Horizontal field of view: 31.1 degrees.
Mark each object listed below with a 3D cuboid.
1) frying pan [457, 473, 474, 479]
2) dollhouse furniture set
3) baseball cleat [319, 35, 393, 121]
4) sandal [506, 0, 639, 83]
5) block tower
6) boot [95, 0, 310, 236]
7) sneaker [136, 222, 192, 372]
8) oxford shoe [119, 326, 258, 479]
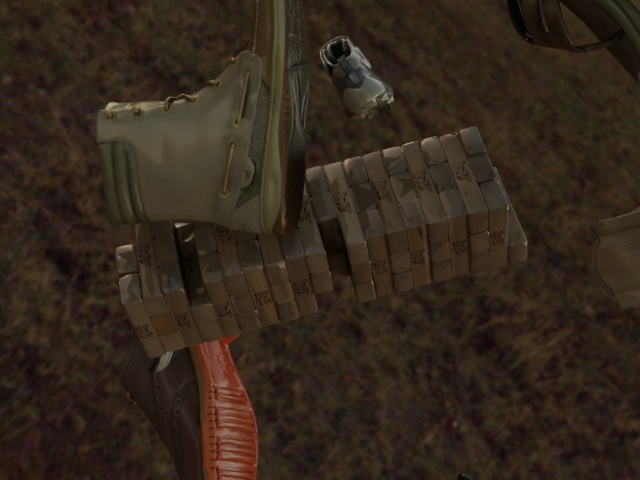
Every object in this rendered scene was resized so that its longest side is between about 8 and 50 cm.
[{"bbox_3d":[0.318,0.464,1.576,0.053,0.197,0.326,-23,36,-34],"label":"frying pan"},{"bbox_3d":[0.213,-0.043,0.737,0.182,0.101,0.161,10,65,-70],"label":"dollhouse furniture set"},{"bbox_3d":[0.047,-0.209,1.470,0.109,0.072,0.206,61,1,-2],"label":"baseball cleat"},{"bbox_3d":[0.213,-0.247,1.144,0.303,0.086,0.120,38,5,0],"label":"sandal"},{"bbox_3d":[0.000,0.000,0.973,0.097,0.335,0.091,78,-2,-54],"label":"block tower"},{"bbox_3d":[-0.094,-0.113,0.916,0.077,0.165,0.213,1,92,-76],"label":"boot"},{"bbox_3d":[-0.108,0.061,1.248,0.163,0.226,0.086,-7,55,-28],"label":"sneaker"},{"bbox_3d":[-0.162,0.196,1.382,0.130,0.132,0.364,42,37,-63],"label":"oxford shoe"}]
